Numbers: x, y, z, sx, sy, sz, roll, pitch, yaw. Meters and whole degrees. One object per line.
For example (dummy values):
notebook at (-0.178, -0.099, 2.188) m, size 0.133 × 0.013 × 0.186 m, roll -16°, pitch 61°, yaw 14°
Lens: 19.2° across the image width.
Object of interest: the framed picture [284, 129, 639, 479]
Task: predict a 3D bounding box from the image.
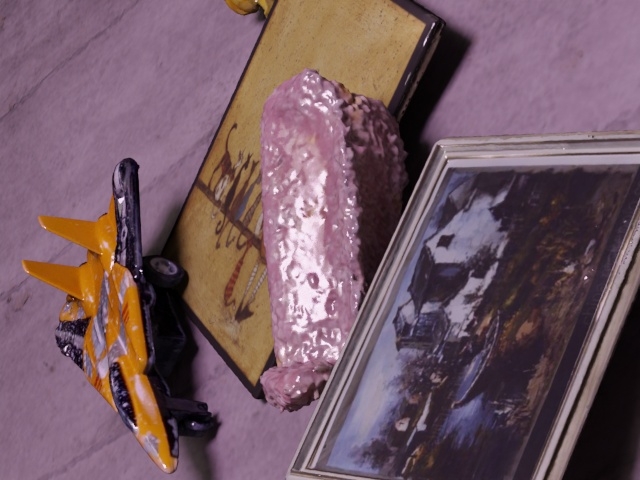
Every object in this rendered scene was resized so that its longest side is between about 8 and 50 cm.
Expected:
framed picture at (0.106, 0.046, 1.244) m, size 0.232 × 0.019 × 0.296 m, roll 0°, pitch 57°, yaw 46°

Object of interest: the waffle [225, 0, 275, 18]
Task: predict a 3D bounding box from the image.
waffle at (-0.033, -0.326, 1.725) m, size 0.229 × 0.057 × 0.219 m, roll -51°, pitch 36°, yaw 23°

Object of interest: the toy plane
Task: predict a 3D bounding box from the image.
toy plane at (-0.153, 0.089, 1.597) m, size 0.316 × 0.103 × 0.204 m, roll 54°, pitch 129°, yaw 44°

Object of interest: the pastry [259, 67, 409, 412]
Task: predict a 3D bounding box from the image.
pastry at (0.009, 0.006, 1.400) m, size 0.103 × 0.112 × 0.265 m, roll -13°, pitch 64°, yaw 42°

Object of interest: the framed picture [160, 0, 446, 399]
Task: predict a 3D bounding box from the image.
framed picture at (-0.029, -0.069, 1.568) m, size 0.338 × 0.014 × 0.255 m, roll -64°, pitch 33°, yaw 13°
